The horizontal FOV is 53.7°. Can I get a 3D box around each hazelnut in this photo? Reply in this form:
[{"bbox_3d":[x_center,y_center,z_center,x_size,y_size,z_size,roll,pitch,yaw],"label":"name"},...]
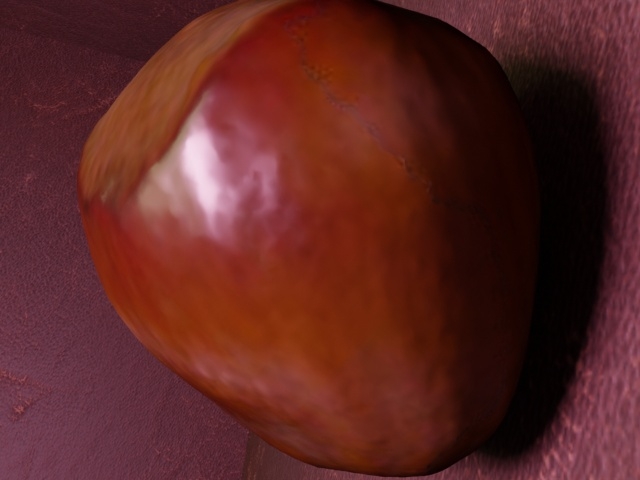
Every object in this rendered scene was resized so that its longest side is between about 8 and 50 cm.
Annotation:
[{"bbox_3d":[-0.001,-0.009,0.477,0.366,0.365,0.366,-168,90,-81],"label":"hazelnut"}]
